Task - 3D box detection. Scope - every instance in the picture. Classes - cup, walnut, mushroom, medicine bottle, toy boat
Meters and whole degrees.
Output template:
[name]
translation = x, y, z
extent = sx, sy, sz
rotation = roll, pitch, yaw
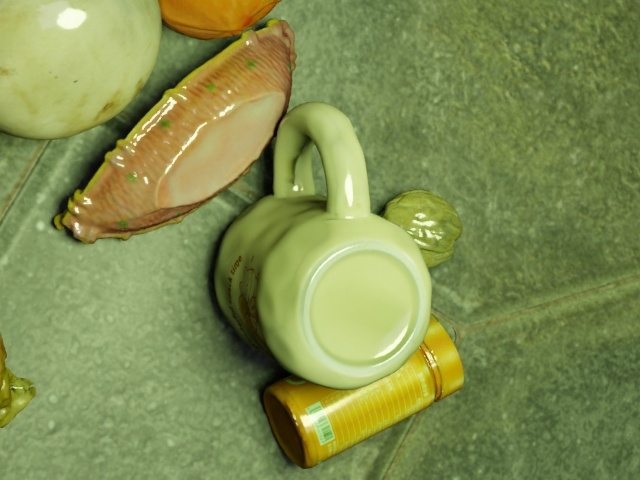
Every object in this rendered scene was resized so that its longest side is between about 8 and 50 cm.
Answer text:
[cup]
translation = 0.016, 0.008, 1.516
extent = 0.173, 0.202, 0.255
rotation = 20, 91, -25
[walnut]
translation = 0.103, -0.011, 1.637
extent = 0.092, 0.092, 0.092
rotation = 0, 89, -21
[mushroom]
translation = -0.264, -0.208, 1.458
extent = 0.207, 0.207, 0.215
rotation = -32, 65, -19
[medicine bottle]
translation = 0.044, 0.153, 1.602
extent = 0.192, 0.096, 0.096
rotation = -26, 98, -19
[toy boat]
translation = -0.124, -0.102, 1.545
extent = 0.318, 0.099, 0.141
rotation = -44, 132, -15

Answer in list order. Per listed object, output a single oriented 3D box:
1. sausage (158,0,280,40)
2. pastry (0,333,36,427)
[sausage]
translation = -0.105, -0.332, 1.518
extent = 0.141, 0.153, 0.268
rotation = -1, 88, -13
[pastry]
translation = -0.402, 0.121, 1.408
extent = 0.240, 0.132, 0.235
rotation = -35, 101, -18
